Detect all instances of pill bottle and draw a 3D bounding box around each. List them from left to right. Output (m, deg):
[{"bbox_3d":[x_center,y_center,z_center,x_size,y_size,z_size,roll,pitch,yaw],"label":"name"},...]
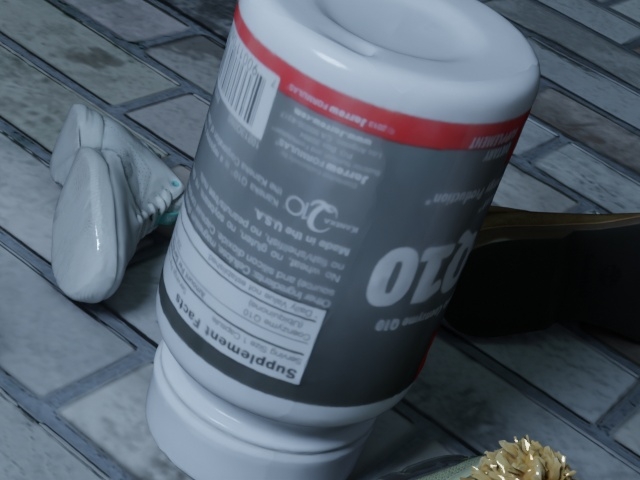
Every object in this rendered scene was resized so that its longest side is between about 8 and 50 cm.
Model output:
[{"bbox_3d":[0.000,0.000,0.749,0.161,0.283,0.161,14,31,-9],"label":"pill bottle"}]

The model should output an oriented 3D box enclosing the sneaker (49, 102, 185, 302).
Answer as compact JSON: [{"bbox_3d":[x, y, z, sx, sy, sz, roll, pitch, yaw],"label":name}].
[{"bbox_3d":[-0.134,-0.026,0.929,0.094,0.080,0.212,20,28,-22],"label":"sneaker"}]

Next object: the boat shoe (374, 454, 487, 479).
[{"bbox_3d":[0.025,0.170,0.705,0.224,0.080,0.073,-19,4,-25],"label":"boat shoe"}]

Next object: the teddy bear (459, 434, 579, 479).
[{"bbox_3d":[0.114,0.192,0.588,0.338,0.113,0.245,20,33,2],"label":"teddy bear"}]

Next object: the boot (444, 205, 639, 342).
[{"bbox_3d":[0.214,0.010,1.032,0.305,0.112,0.115,3,24,-20],"label":"boot"}]
